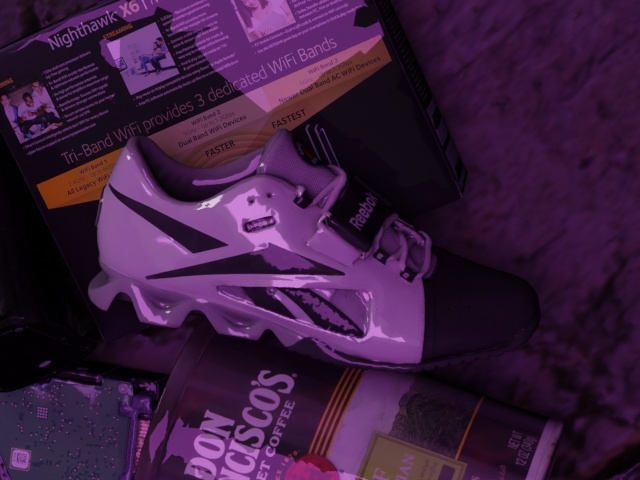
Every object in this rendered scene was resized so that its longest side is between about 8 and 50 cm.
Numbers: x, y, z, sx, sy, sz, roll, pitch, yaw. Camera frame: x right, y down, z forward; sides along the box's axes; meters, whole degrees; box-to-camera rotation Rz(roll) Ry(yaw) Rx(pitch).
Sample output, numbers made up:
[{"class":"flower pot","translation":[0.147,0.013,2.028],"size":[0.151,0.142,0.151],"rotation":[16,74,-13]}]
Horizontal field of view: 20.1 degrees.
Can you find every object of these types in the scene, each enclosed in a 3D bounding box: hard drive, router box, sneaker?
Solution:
[{"class":"hard drive","translation":[-0.300,0.201,1.488],"size":[0.339,0.064,0.237],"rotation":[7,96,12]},{"class":"router box","translation":[-0.076,-0.091,1.383],"size":[0.308,0.081,0.243],"rotation":[-22,102,13]},{"class":"sneaker","translation":[0.000,0.000,1.291],"size":[0.330,0.122,0.146],"rotation":[9,113,2]}]

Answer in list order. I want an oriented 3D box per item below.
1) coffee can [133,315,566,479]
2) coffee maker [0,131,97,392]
[{"class":"coffee can","translation":[0.021,0.183,1.347],"size":[0.275,0.201,0.202],"rotation":[18,98,10]},{"class":"coffee maker","translation":[-0.257,0.007,1.381],"size":[0.120,0.171,0.178],"rotation":[-17,68,-8]}]
